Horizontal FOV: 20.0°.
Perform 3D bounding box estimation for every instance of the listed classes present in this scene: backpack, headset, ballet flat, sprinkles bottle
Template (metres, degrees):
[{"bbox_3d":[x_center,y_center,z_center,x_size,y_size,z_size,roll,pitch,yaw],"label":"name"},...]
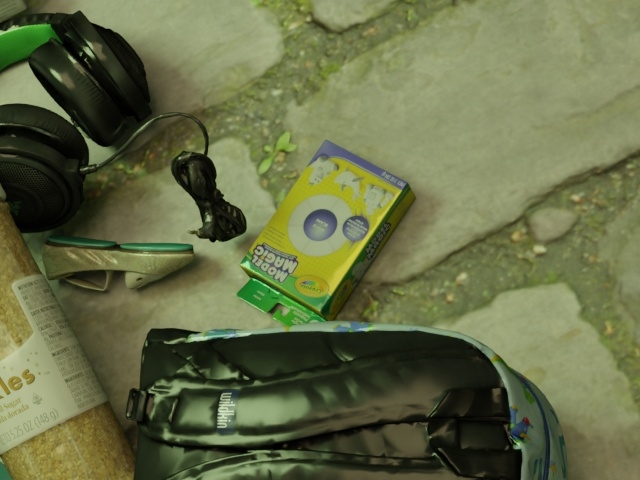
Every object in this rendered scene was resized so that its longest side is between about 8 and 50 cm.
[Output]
[{"bbox_3d":[0.035,0.200,1.585,0.356,0.273,0.290,-18,60,32],"label":"backpack"},{"bbox_3d":[-0.253,-0.099,1.847,0.394,0.185,0.243,16,61,38],"label":"headset"},{"bbox_3d":[-0.201,0.025,1.821,0.168,0.057,0.052,4,97,21],"label":"ballet flat"},{"bbox_3d":[-0.289,0.098,1.701,0.121,0.121,0.355,-28,87,3],"label":"sprinkles bottle"}]

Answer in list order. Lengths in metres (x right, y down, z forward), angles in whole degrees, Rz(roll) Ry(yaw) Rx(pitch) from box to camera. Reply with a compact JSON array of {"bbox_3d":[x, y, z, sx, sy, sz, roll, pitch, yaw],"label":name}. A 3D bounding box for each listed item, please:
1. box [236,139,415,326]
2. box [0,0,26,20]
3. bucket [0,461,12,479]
[{"bbox_3d":[0.000,0.000,1.773,0.105,0.043,0.179,29,80,24],"label":"box"},{"bbox_3d":[-0.394,-0.371,1.997,0.067,0.063,0.324,-24,55,6],"label":"box"},{"bbox_3d":[-0.416,0.271,1.655,0.183,0.281,0.281,-14,65,19],"label":"bucket"}]
